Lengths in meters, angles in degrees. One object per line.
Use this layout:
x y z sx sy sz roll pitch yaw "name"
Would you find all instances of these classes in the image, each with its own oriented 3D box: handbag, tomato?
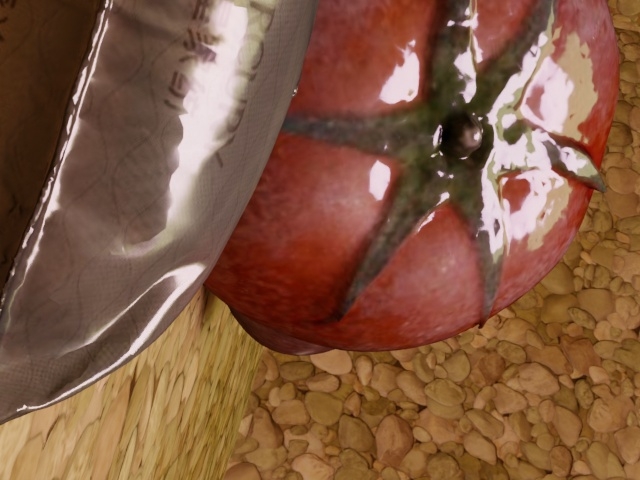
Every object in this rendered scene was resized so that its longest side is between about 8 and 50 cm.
-0.060 -0.077 0.376 0.182 0.117 0.270 -130 -122 -82 "handbag"
0.020 -0.080 0.598 0.265 0.265 0.265 15 90 -88 "tomato"

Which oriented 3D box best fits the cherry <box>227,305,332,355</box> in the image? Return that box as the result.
0.000 0.000 1.186 0.307 0.221 0.261 -58 -177 47 "cherry"
